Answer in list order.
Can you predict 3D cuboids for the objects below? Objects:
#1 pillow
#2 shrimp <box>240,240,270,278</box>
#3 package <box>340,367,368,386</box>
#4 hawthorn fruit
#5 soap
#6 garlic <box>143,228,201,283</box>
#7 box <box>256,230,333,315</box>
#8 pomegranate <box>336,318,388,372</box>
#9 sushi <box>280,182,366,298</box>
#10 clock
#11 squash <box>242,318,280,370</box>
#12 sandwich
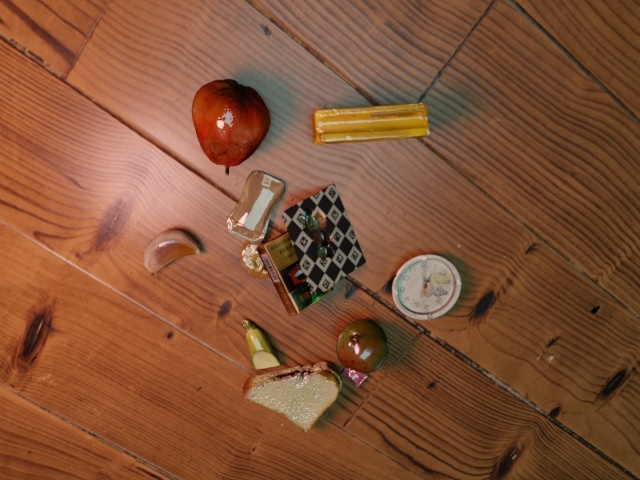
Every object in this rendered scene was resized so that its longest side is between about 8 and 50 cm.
[{"bbox_3d":[-0.205,-0.106,1.470,0.130,0.033,0.218,24,94,-4],"label":"pillow"},{"bbox_3d":[-0.160,0.078,1.519,0.217,0.051,0.115,24,100,-16],"label":"shrimp"},{"bbox_3d":[0.119,0.477,1.661,0.083,0.029,0.059,38,96,-4],"label":"package"},{"bbox_3d":[-0.261,-0.316,1.330,0.223,0.224,0.261,13,116,-8],"label":"hawthorn fruit"},{"bbox_3d":[0.139,-0.337,1.357,0.323,0.204,0.096,-5,102,-4],"label":"soap"},{"bbox_3d":[-0.487,0.045,1.471,0.198,0.090,0.129,-36,117,1],"label":"garlic"},{"bbox_3d":[-0.080,0.093,1.468,0.159,0.071,0.240,-32,99,-38],"label":"box"},{"bbox_3d":[0.151,0.365,1.576,0.180,0.180,0.209,-39,140,6],"label":"pomegranate"},{"bbox_3d":[0.000,0.000,1.470,0.264,0.050,0.290,-33,107,-38],"label":"sushi"},{"bbox_3d":[0.354,0.154,1.580,0.236,0.053,0.237,-1,105,-2],"label":"clock"},{"bbox_3d":[-0.212,0.356,1.578,0.090,0.075,0.200,-17,106,27],"label":"squash"},{"bbox_3d":[-0.089,0.500,1.614,0.288,0.100,0.254,32,107,-12],"label":"sandwich"}]
